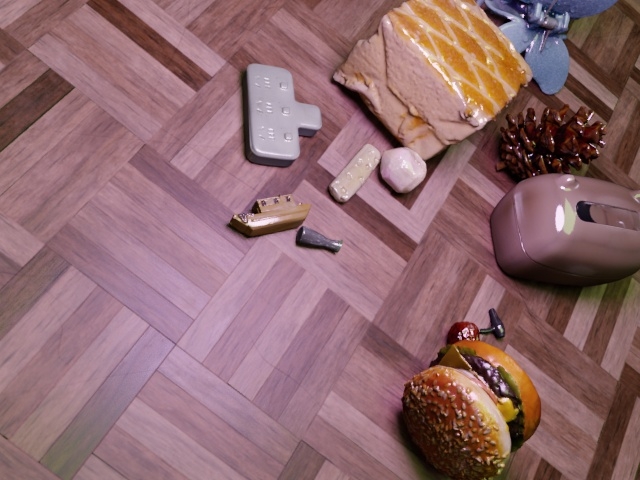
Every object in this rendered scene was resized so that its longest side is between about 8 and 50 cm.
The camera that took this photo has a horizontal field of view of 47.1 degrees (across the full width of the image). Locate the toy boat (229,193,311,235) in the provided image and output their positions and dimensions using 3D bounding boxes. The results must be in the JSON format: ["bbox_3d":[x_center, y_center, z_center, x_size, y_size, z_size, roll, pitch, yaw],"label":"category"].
[{"bbox_3d":[-0.116,-0.062,1.702,0.200,0.057,0.077,-13,69,-29],"label":"toy boat"}]

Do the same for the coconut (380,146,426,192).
[{"bbox_3d":[0.206,-0.188,1.883,0.124,0.110,0.110,48,57,-6],"label":"coconut"}]

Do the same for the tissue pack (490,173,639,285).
[{"bbox_3d":[0.672,-0.028,1.934,0.387,0.277,0.267,9,67,-21],"label":"tissue pack"}]

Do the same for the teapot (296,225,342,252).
[{"bbox_3d":[0.000,0.000,1.739,0.110,0.043,0.043,17,61,-20],"label":"teapot"}]

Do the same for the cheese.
[{"bbox_3d":[0.090,-0.170,1.855,0.065,0.043,0.194,42,56,-2],"label":"cheese"}]

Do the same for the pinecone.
[{"bbox_3d":[0.630,-0.269,2.021,0.309,0.244,0.244,-22,76,7],"label":"pinecone"}]

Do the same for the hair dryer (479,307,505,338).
[{"bbox_3d":[0.421,0.213,1.855,0.083,0.031,0.079,-7,60,-19],"label":"hair dryer"}]

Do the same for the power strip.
[{"bbox_3d":[-0.093,-0.308,1.821,0.193,0.059,0.265,5,65,-23],"label":"power strip"}]

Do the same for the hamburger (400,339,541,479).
[{"bbox_3d":[0.316,0.370,1.585,0.225,0.291,0.291,-26,81,-36],"label":"hamburger"}]

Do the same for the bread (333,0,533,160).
[{"bbox_3d":[0.303,-0.442,1.933,0.390,0.279,0.371,45,51,0],"label":"bread"}]

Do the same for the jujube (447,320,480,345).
[{"bbox_3d":[0.346,0.260,1.771,0.077,0.077,0.129,7,76,-23],"label":"jujube"}]

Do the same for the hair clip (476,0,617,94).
[{"bbox_3d":[0.660,-0.698,2.236,0.318,0.392,0.238,12,38,-18],"label":"hair clip"}]
